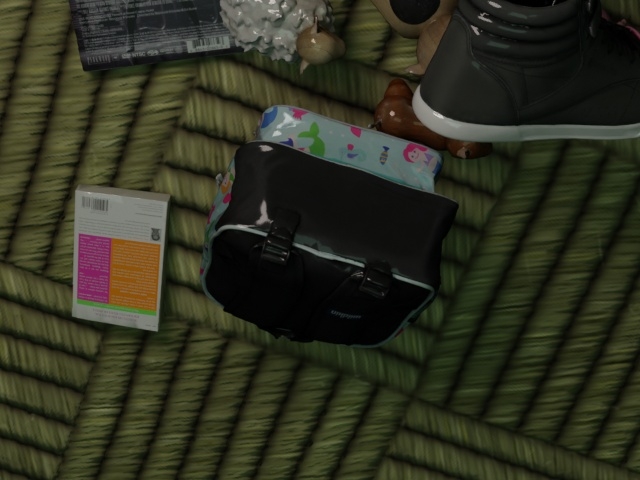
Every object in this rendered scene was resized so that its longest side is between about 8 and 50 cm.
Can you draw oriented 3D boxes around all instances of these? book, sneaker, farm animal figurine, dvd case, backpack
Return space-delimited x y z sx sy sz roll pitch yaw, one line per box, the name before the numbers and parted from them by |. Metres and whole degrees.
book | -0.207 0.017 1.470 0.096 0.035 0.144 7 114 2
sneaker | 0.226 -0.168 1.183 0.296 0.104 0.147 -8 136 -25
farm animal figurine | 0.119 -0.226 1.275 0.327 0.172 0.330 35 110 -13
dvd case | -0.165 -0.276 1.344 0.165 0.018 0.221 -7 113 4
backpack | 0.000 0.000 1.358 0.225 0.191 0.253 16 152 -4
